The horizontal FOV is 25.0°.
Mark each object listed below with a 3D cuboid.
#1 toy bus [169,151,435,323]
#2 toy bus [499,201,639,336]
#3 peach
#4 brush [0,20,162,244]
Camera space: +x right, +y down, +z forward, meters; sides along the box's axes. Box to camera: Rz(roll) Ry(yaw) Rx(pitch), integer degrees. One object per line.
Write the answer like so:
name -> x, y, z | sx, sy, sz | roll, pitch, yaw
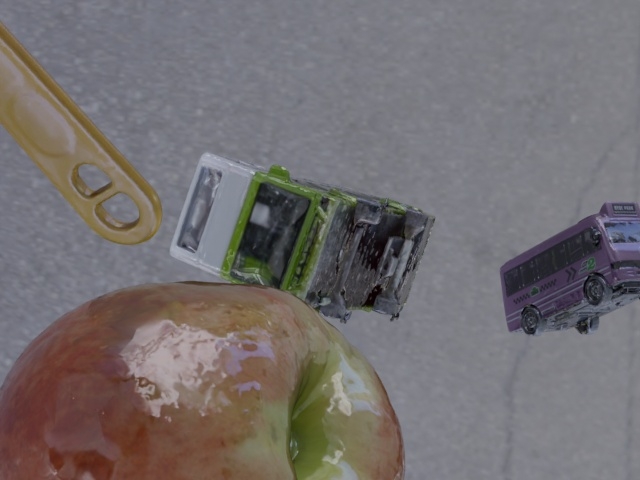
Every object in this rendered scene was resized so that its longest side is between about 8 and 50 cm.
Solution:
toy bus -> 0.000, 0.000, 1.224 | 0.302, 0.139, 0.113 | 7, 103, -70
toy bus -> 0.258, 0.033, 1.428 | 0.087, 0.178, 0.098 | 2, 70, -31
peach -> -0.088, 0.132, 0.810 | 0.232, 0.257, 0.232 | 28, 51, -42
brush -> -0.161, -0.098, 0.619 | 0.272, 0.103, 0.013 | 50, 35, -20
